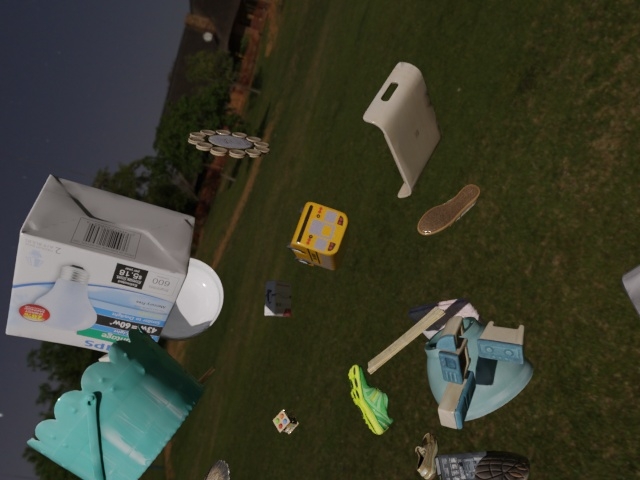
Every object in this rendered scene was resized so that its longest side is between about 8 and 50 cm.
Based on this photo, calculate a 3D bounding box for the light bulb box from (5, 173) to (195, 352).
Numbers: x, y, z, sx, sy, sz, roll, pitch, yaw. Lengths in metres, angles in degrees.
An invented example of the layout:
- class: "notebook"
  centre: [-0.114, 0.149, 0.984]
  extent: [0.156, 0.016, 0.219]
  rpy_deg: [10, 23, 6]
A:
- class: "light bulb box"
  centre: [-0.544, 0.084, 1.222]
  extent: [0.361, 0.357, 0.225]
  rpy_deg: [-58, 25, 35]

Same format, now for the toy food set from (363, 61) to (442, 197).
- class: "toy food set"
  centre: [0.227, -0.297, 1.349]
  extent: [0.092, 0.306, 0.220]
  rpy_deg: [14, 62, 39]

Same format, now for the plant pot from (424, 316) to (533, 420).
- class: "plant pot"
  centre: [0.423, 0.346, 1.405]
  extent: [0.293, 0.196, 0.293]
  rpy_deg: [-34, -2, -1]

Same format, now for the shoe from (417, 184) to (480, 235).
- class: "shoe"
  centre: [0.379, -0.078, 1.427]
  extent: [0.076, 0.219, 0.058]
  rpy_deg: [52, 175, 31]

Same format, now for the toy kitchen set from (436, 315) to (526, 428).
- class: "toy kitchen set"
  centre: [0.320, 0.272, 0.964]
  extent: [0.122, 0.166, 0.207]
  rpy_deg: [-49, -49, -43]

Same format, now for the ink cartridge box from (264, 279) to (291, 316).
- class: "ink cartridge box"
  centre: [-0.167, 0.230, 1.922]
  extent: [0.056, 0.099, 0.135]
  rpy_deg: [-10, 74, 38]

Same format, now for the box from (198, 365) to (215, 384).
- class: "box"
  centre: [-0.431, 0.504, 1.561]
  extent: [0.164, 0.021, 0.201]
  rpy_deg: [-46, -2, 24]

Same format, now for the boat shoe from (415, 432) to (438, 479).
- class: "boat shoe"
  centre: [0.365, 0.735, 1.693]
  extent: [0.068, 0.072, 0.190]
  rpy_deg: [-55, 2, 23]

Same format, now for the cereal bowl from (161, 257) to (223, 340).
- class: "cereal bowl"
  centre: [-0.566, 0.247, 1.977]
  extent: [0.141, 0.338, 0.339]
  rpy_deg: [123, 159, -62]

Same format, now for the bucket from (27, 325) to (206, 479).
- class: "bucket"
  centre: [-0.360, 0.318, 0.901]
  extent: [0.281, 0.183, 0.281]
  rpy_deg: [-50, 2, 2]

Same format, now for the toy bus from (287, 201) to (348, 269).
- class: "toy bus"
  centre: [0.000, 0.000, 1.234]
  extent: [0.333, 0.130, 0.108]
  rpy_deg: [73, -145, -78]

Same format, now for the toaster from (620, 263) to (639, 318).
- class: "toaster"
  centre: [0.914, 0.142, 1.278]
  extent: [0.146, 0.129, 0.227]
  rpy_deg: [104, 164, -53]

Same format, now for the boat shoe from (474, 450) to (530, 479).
- class: "boat shoe"
  centre: [0.472, 0.699, 1.317]
  extent: [0.132, 0.355, 0.130]
  rpy_deg: [7, 104, 39]

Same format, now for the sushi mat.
- class: "sushi mat"
  centre: [0.283, 0.327, 1.624]
  extent: [0.316, 0.019, 0.151]
  rpy_deg: [-40, -7, 1]

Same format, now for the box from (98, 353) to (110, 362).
- class: "box"
  centre: [-0.618, 0.463, 1.663]
  extent: [0.148, 0.232, 0.127]
  rpy_deg: [-21, 7, 25]

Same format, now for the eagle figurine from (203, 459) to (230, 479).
- class: "eagle figurine"
  centre: [-0.375, 0.856, 1.517]
  extent: [0.226, 0.225, 0.298]
  rpy_deg: [-133, 35, -65]

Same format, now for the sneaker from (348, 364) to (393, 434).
- class: "sneaker"
  centre: [0.208, 0.652, 2.033]
  extent: [0.296, 0.123, 0.109]
  rpy_deg: [66, 153, 4]

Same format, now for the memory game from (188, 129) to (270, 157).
- class: "memory game"
  centre: [-0.202, -0.217, 1.090]
  extent: [0.186, 0.186, 0.012]
  rpy_deg: [-101, 20, -63]

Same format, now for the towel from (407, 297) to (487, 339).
- class: "towel"
  centre: [0.593, 0.397, 2.149]
  extent: [0.317, 0.332, 0.053]
  rpy_deg: [-19, 29, 45]

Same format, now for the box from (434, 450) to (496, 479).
- class: "box"
  centre: [0.452, 0.752, 1.439]
  extent: [0.059, 0.183, 0.233]
  rpy_deg: [95, 171, -60]

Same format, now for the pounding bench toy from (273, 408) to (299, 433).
- class: "pounding bench toy"
  centre: [-0.128, 0.611, 1.672]
  extent: [0.052, 0.065, 0.083]
  rpy_deg: [-48, 48, 3]
